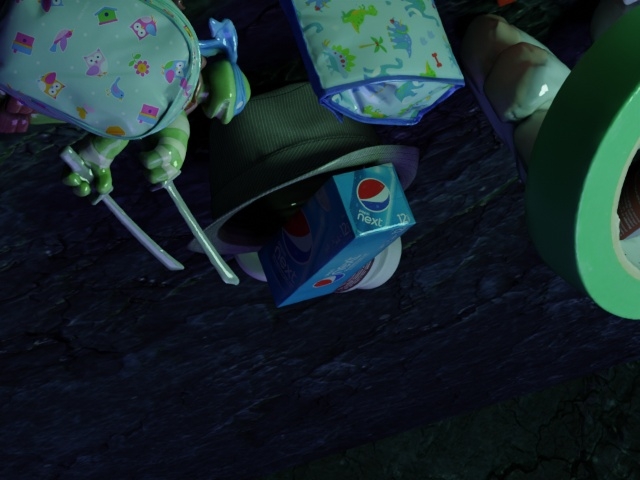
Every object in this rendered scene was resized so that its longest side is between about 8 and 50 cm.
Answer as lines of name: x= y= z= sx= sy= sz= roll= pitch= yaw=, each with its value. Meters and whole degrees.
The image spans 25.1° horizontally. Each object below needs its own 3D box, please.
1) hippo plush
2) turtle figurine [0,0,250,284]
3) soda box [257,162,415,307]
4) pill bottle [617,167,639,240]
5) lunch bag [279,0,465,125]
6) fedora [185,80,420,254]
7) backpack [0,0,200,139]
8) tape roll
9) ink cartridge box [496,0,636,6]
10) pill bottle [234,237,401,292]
hippo plush: x=0.301 y=-0.137 z=1.454 sx=0.236 sy=0.294 sz=0.234 roll=-28 pitch=-178 yaw=3
turtle figurine: x=-0.193 y=-0.070 z=1.205 sx=0.266 sy=0.198 sz=0.275 roll=7 pitch=113 yaw=-19
soda box: x=0.012 y=-0.002 z=1.440 sx=0.071 sy=0.067 sz=0.210 roll=-14 pitch=165 yaw=-28
pill bottle: x=0.467 y=-0.032 z=2.084 sx=0.121 sy=0.121 sz=0.216 roll=-6 pitch=158 yaw=-32
lunch bag: x=0.036 y=-0.176 z=1.284 sx=0.151 sy=0.129 sz=0.096 roll=-1 pitch=153 yaw=-43
fedora: x=-0.031 y=-0.083 z=1.478 sx=0.243 sy=0.124 sz=0.275 roll=-32 pitch=163 yaw=36
backpack: x=-0.178 y=-0.146 z=1.047 sx=0.182 sy=0.115 sz=0.152 roll=28 pitch=104 yaw=-18
tape roll: x=0.341 y=-0.080 z=1.365 sx=0.321 sy=0.077 sz=0.321 roll=-20 pitch=129 yaw=-27
ink cartridge box: x=0.263 y=-0.291 z=1.293 sx=0.238 sy=0.060 sz=0.275 roll=-23 pitch=160 yaw=8
pill bottle: x=0.000 y=0.000 z=1.736 sx=0.121 sy=0.121 sz=0.221 roll=-29 pitch=158 yaw=27
